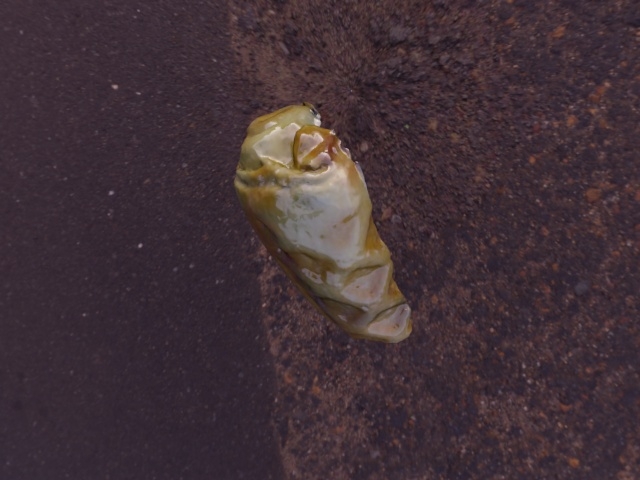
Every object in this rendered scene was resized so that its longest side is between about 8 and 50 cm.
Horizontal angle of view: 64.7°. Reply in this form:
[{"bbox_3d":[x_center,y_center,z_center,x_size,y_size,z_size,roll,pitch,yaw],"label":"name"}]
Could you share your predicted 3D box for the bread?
[{"bbox_3d":[0.000,0.000,0.426,0.088,0.128,0.232,-35,133,-12],"label":"bread"}]
